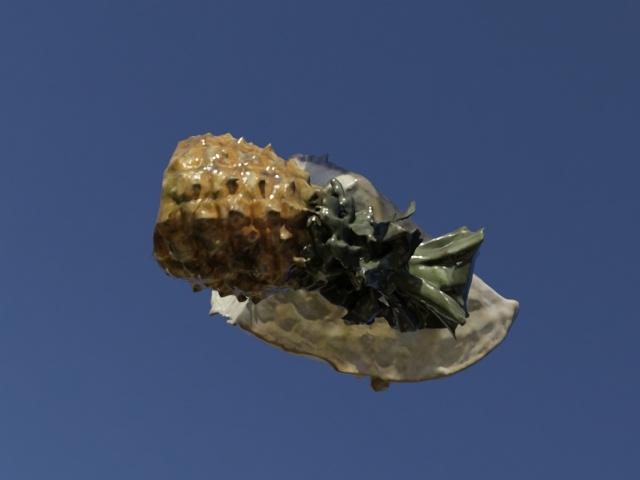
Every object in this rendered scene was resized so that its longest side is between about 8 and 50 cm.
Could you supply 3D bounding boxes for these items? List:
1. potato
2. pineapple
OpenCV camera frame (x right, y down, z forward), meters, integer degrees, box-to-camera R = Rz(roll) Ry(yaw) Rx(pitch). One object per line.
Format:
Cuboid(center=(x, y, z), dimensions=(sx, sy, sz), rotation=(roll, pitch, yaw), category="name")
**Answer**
Cuboid(center=(0.034, 0.060, 1.505), dimensions=(0.264, 0.211, 0.189), rotation=(37, -8, -15), category="potato")
Cuboid(center=(0.000, 0.000, 1.088), dimensions=(0.248, 0.128, 0.128), rotation=(15, -57, 3), category="pineapple")
